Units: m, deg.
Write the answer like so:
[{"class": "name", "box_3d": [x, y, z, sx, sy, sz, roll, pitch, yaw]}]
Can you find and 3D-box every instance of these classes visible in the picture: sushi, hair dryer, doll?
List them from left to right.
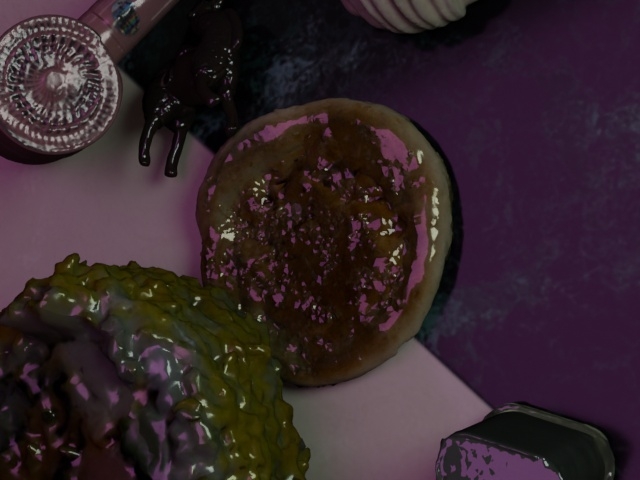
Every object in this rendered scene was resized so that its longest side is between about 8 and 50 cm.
[{"class": "sushi", "box_3d": [-0.206, 0.211, 1.167, 0.396, 0.240, 0.351, -45, 71, 21]}, {"class": "hair dryer", "box_3d": [-0.191, -0.217, 1.261, 0.352, 0.210, 0.125, -46, 103, -13]}, {"class": "doll", "box_3d": [-0.123, -0.161, 1.262, 0.139, 0.057, 0.165, -30, 50, 39]}]

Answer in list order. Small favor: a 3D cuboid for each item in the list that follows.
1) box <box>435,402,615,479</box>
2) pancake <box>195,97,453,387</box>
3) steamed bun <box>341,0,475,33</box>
[{"class": "box", "box_3d": [0.140, 0.278, 1.065, 0.138, 0.178, 0.274, 14, 90, 23]}, {"class": "pancake", "box_3d": [0.000, 0.000, 1.214, 0.282, 0.049, 0.282, 0, 89, 23]}, {"class": "steamed bun", "box_3d": [0.076, -0.281, 1.173, 0.183, 0.106, 0.183, -2, 83, 21]}]
